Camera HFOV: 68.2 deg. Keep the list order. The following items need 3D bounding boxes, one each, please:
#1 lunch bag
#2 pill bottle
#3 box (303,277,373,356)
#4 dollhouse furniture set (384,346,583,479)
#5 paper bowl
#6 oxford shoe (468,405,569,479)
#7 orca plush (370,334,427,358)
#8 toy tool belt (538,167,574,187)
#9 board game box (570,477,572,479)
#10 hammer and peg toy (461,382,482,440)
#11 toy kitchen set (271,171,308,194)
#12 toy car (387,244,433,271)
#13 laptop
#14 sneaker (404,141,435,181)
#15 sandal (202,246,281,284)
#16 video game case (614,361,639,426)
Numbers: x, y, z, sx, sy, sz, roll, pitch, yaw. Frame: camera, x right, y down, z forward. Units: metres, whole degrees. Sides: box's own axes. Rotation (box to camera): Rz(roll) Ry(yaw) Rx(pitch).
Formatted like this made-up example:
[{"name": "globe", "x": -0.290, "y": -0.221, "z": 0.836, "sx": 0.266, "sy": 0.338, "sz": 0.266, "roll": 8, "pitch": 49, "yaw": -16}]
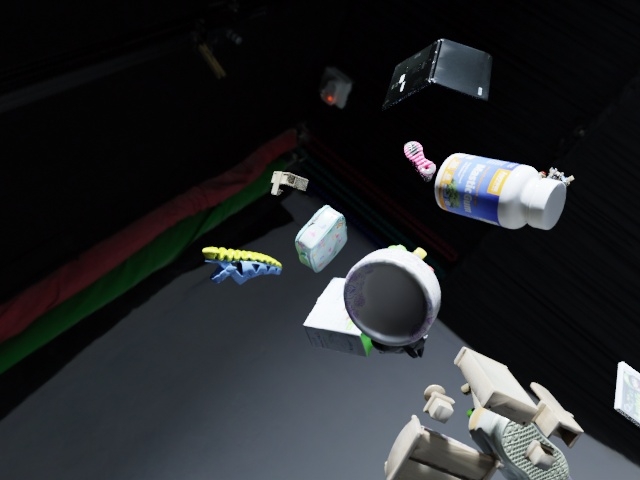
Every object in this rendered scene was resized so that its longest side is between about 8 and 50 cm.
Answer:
[{"name": "lunch bag", "x": 0.000, "y": 0.000, "z": 1.903, "sx": 0.224, "sy": 0.108, "sz": 0.279, "roll": -46, "pitch": -23, "yaw": -15}, {"name": "pill bottle", "x": 0.428, "y": -0.115, "z": 1.139, "sx": 0.152, "sy": 0.272, "sz": 0.152, "roll": -18, "pitch": -62, "yaw": -38}, {"name": "box", "x": 0.104, "y": 0.272, "z": 1.740, "sx": 0.262, "sy": 0.231, "sz": 0.126, "roll": -55, "pitch": -43, "yaw": -42}, {"name": "dollhouse furniture set", "x": 0.309, "y": 0.441, "z": 1.023, "sx": 0.355, "sy": 0.303, "sz": 0.174, "roll": -63, "pitch": 7, "yaw": 13}, {"name": "paper bowl", "x": 0.223, "y": 0.163, "z": 1.437, "sx": 0.148, "sy": 0.284, "sz": 0.284, "roll": -30, "pitch": -22, "yaw": -56}, {"name": "oxford shoe", "x": 0.524, "y": 0.572, "z": 1.235, "sx": 0.169, "sy": 0.449, "sz": 0.130, "roll": -48, "pitch": 26, "yaw": -21}, {"name": "orca plush", "x": 0.290, "y": 0.373, "z": 1.610, "sx": 0.151, "sy": 0.102, "sz": 0.287, "roll": -43, "pitch": -41, "yaw": 12}, {"name": "toy tool belt", "x": 0.661, "y": -0.179, "z": 1.327, "sx": 0.052, "sy": 0.083, "sz": 0.051, "roll": -16, "pitch": -36, "yaw": -54}, {"name": "board game box", "x": 0.749, "y": 0.795, "z": 1.599, "sx": 0.141, "sy": 0.170, "sz": 0.048, "roll": -109, "pitch": 27, "yaw": -59}, {"name": "hammer and peg toy", "x": 0.606, "y": 0.636, "z": 1.556, "sx": 0.127, "sy": 0.266, "sz": 0.361, "roll": -43, "pitch": 21, "yaw": 28}, {"name": "toy kitchen set", "x": -0.096, "y": -0.157, "z": 1.386, "sx": 0.075, "sy": 0.083, "sz": 0.068, "roll": 16, "pitch": -90, "yaw": -36}, {"name": "toy car", "x": 0.403, "y": 0.075, "z": 2.102, "sx": 0.053, "sy": 0.225, "sz": 0.239, "roll": -57, "pitch": 19, "yaw": 26}, {"name": "laptop", "x": 0.342, "y": -0.466, "z": 1.387, "sx": 0.264, "sy": 0.136, "sz": 0.234, "roll": -20, "pitch": 37, "yaw": 41}, {"name": "sneaker", "x": 0.248, "y": -0.196, "z": 1.192, "sx": 0.047, "sy": 0.119, "sz": 0.057, "roll": -26, "pitch": -29, "yaw": 2}, {"name": "sandal", "x": -0.309, "y": 0.109, "z": 1.856, "sx": 0.126, "sy": 0.317, "sz": 0.138, "roll": -167, "pitch": 85, "yaw": -72}, {"name": "video game case", "x": 1.042, "y": 0.520, "z": 1.539, "sx": 0.190, "sy": 0.173, "sz": 0.022, "roll": -52, "pitch": -4, "yaw": -40}]
